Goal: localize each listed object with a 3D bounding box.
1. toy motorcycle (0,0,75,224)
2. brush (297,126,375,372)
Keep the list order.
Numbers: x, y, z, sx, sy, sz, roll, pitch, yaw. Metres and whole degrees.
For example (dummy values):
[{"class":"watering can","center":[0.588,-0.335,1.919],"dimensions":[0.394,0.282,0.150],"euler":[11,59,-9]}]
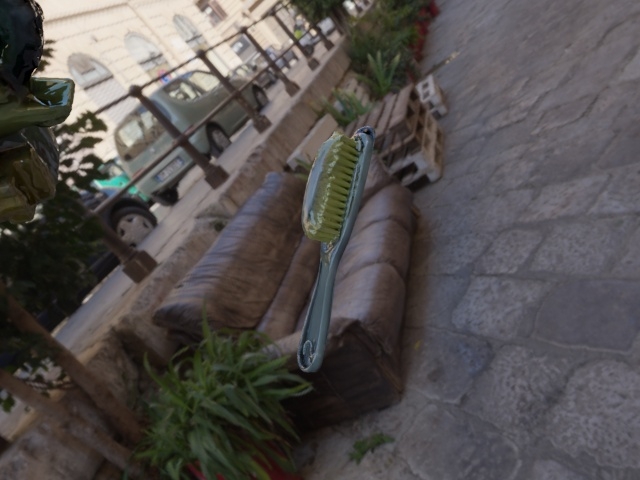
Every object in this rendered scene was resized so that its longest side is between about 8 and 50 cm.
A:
[{"class":"toy motorcycle","center":[-0.395,-0.084,0.421],"dimensions":[0.410,0.237,0.168],"euler":[-17,49,0]},{"class":"brush","center":[0.000,0.000,0.618],"dimensions":[0.068,0.060,0.297],"euler":[-5,70,62]}]
